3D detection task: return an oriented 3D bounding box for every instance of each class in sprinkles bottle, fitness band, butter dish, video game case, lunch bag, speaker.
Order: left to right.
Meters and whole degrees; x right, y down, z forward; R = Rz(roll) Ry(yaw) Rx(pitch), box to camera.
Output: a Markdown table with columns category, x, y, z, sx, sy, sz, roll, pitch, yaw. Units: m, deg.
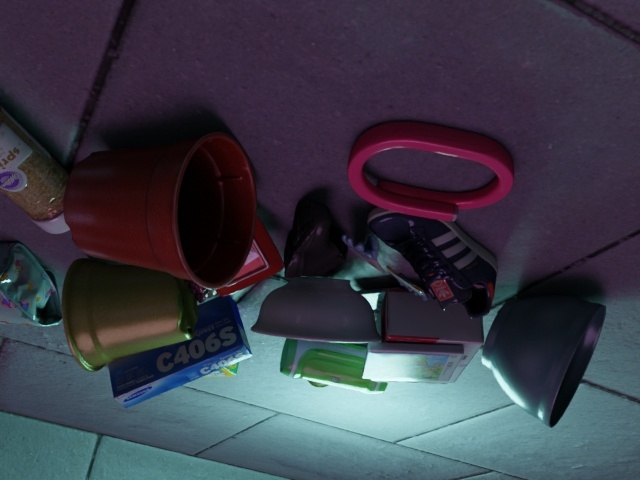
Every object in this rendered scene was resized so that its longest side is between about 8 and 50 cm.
| category | x | y | z | sx | sy | sz | roll | pitch | yaw |
| --- | --- | --- | --- | --- | --- | --- | --- | --- | --- |
| lunch bag | -0.805 | 0.131 | 1.822 | 0.223 | 0.160 | 0.262 | -4 | 142 | 18 |
| sprinkles bottle | -0.573 | -0.152 | 1.319 | 0.121 | 0.121 | 0.355 | -4 | 147 | 21 |
| butter dish | -0.176 | 0.010 | 1.508 | 0.160 | 0.118 | 0.160 | -25 | 116 | 7 |
| speaker | 0.042 | 0.347 | 2.011 | 0.296 | 0.131 | 0.131 | 13 | 149 | -9 |
| video game case | 0.145 | 0.141 | 1.723 | 0.122 | 0.011 | 0.087 | -7 | 146 | 24 |
| video game case | 0.208 | 0.283 | 1.658 | 0.212 | 0.023 | 0.193 | 2 | 150 | 0 |
| fitness band | 0.191 | -0.117 | 1.257 | 0.291 | 0.054 | 0.209 | 10 | 150 | -5 |

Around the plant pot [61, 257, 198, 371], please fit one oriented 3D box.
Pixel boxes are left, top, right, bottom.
| category | x | y | z | sx | sy | sz | roll | pitch | yaw |
| --- | --- | --- | --- | --- | --- | --- | --- | --- | --- |
| plant pot | -0.437 | 0.163 | 1.717 | 0.254 | 0.276 | 0.276 | -7 | 148 | 5 |

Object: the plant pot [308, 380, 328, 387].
| category | x | y | z | sx | sy | sz | roll | pitch | yaw |
| --- | --- | --- | --- | --- | --- | --- | --- | --- | --- |
| plant pot | 0.000 | 0.383 | 2.141 | 0.083 | 0.083 | 0.079 | 5 | 137 | 5 |

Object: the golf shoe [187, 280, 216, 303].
| category | x | y | z | sx | sy | sz | roll | pitch | yaw |
| --- | --- | --- | --- | --- | --- | --- | --- | --- | --- |
| golf shoe | -0.269 | 0.060 | 1.673 | 0.067 | 0.086 | 0.186 | 40 | 146 | 30 |

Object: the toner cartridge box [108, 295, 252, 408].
| category | x | y | z | sx | sy | sz | roll | pitch | yaw |
| --- | --- | --- | --- | --- | --- | --- | --- | --- | --- |
| toner cartridge box | -0.363 | 0.278 | 1.822 | 0.348 | 0.165 | 0.075 | -23 | 143 | 0 |

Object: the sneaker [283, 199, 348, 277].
| category | x | y | z | sx | sy | sz | roll | pitch | yaw |
| --- | --- | --- | --- | --- | --- | --- | --- | --- | --- |
| sneaker | 0.000 | 0.000 | 1.473 | 0.130 | 0.109 | 0.286 | 5 | 160 | -8 |

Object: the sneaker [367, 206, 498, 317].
| category | x | y | z | sx | sy | sz | roll | pitch | yaw |
| --- | --- | --- | --- | --- | --- | --- | --- | --- | --- |
| sneaker | 0.233 | 0.049 | 1.434 | 0.350 | 0.148 | 0.131 | 27 | 145 | -29 |

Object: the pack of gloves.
| category | x | y | z | sx | sy | sz | roll | pitch | yaw |
| --- | --- | --- | --- | --- | --- | --- | --- | --- | --- |
| pack of gloves | 0.140 | 0.044 | 1.439 | 0.195 | 0.046 | 0.232 | 34 | 178 | 15 |

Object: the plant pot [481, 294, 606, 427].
| category | x | y | z | sx | sy | sz | roll | pitch | yaw |
| --- | --- | --- | --- | --- | --- | --- | --- | --- | --- |
| plant pot | 0.486 | 0.243 | 1.612 | 0.196 | 0.293 | 0.293 | 23 | 158 | 29 |

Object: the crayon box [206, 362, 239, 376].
| category | x | y | z | sx | sy | sz | roll | pitch | yaw |
| --- | --- | --- | --- | --- | --- | --- | --- | --- | --- |
| crayon box | -0.404 | 0.347 | 2.163 | 0.278 | 0.081 | 0.165 | -6 | 147 | 23 |

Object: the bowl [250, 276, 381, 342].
| category | x | y | z | sx | sy | sz | roll | pitch | yaw |
| --- | --- | --- | --- | --- | --- | --- | --- | --- | --- |
| bowl | -0.005 | 0.151 | 1.631 | 0.298 | 0.134 | 0.298 | 4 | 178 | 0 |

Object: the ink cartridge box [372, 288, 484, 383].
| category | x | y | z | sx | sy | sz | roll | pitch | yaw |
| --- | --- | --- | --- | --- | --- | --- | --- | --- | --- |
| ink cartridge box | 0.245 | 0.239 | 1.733 | 0.226 | 0.131 | 0.306 | 3 | 152 | -3 |

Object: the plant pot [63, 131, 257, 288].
| category | x | y | z | sx | sy | sz | roll | pitch | yaw |
| --- | --- | --- | --- | --- | --- | --- | --- | --- | --- |
| plant pot | -0.294 | -0.058 | 1.295 | 0.265 | 0.272 | 0.272 | 4 | 150 | 24 |
